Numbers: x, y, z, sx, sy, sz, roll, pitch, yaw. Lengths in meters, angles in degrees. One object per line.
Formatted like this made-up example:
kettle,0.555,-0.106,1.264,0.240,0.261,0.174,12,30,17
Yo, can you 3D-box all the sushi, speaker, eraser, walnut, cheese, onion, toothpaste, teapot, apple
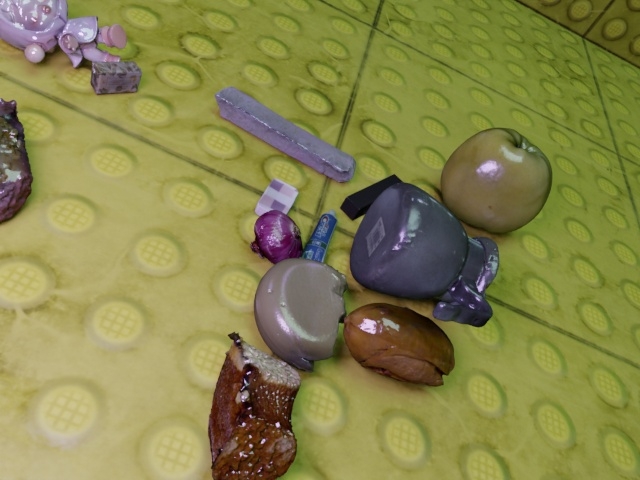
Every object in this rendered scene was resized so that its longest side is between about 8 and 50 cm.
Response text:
sushi,-0.541,-0.125,0.966,0.161,0.107,0.241,35,43,-3
speaker,0.125,-0.104,1.369,0.046,0.040,0.191,46,45,17
eraser,-0.092,-0.082,1.236,0.065,0.026,0.105,26,44,-3
walnut,0.142,0.185,1.048,0.245,0.137,0.137,24,42,-27
cheese,-0.033,0.131,1.033,0.175,0.091,0.202,16,47,-17
onion,-0.086,0.000,1.123,0.104,0.115,0.115,-22,54,9
toothpaste,0.000,0.000,1.211,0.057,0.034,0.197,17,45,7
teapot,0.239,0.038,1.148,0.285,0.305,0.223,25,87,-18
apple,0.435,-0.149,1.453,0.262,0.262,0.262,16,46,-17

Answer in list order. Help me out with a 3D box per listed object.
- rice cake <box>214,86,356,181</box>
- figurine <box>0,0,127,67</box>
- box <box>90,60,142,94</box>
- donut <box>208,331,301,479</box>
rice cake,-0.081,-0.243,1.365,0.365,0.056,0.072,29,49,-4
figurine,-0.551,-0.442,1.226,0.276,0.133,0.200,19,74,-19
box,-0.437,-0.349,1.254,0.098,0.062,0.045,-18,61,-38
donut,-0.100,0.250,0.878,0.126,0.144,0.186,23,13,-19
